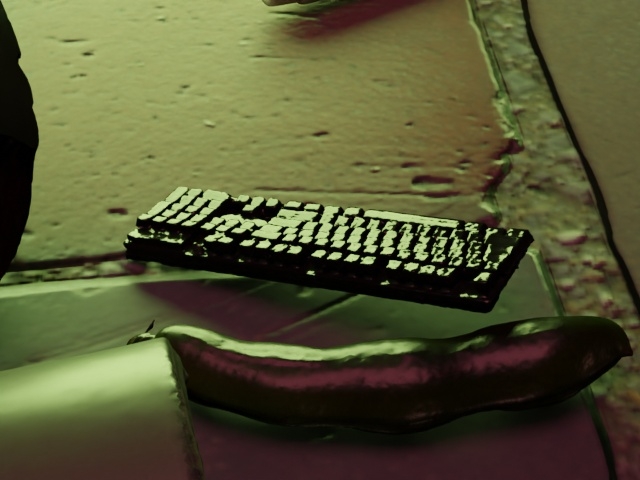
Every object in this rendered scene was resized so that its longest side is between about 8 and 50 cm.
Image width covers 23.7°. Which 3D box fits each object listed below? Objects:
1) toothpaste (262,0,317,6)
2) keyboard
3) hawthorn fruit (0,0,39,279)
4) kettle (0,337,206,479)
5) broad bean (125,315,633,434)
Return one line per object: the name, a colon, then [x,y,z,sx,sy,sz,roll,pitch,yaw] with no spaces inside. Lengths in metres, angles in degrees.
toothpaste: [0.060,-0.183,0.950,0.218,0.033,0.052,-19,48,-24]
keyboard: [0.000,0.000,0.721,0.195,0.018,0.060,8,36,26]
hawthorn fruit: [-0.250,-0.049,0.670,0.249,0.215,0.215,-4,40,-5]
kettle: [-0.174,0.181,0.433,0.318,0.265,0.205,-8,9,-8]
broad bean: [0.023,0.054,0.665,0.226,0.039,0.069,2,35,5]
